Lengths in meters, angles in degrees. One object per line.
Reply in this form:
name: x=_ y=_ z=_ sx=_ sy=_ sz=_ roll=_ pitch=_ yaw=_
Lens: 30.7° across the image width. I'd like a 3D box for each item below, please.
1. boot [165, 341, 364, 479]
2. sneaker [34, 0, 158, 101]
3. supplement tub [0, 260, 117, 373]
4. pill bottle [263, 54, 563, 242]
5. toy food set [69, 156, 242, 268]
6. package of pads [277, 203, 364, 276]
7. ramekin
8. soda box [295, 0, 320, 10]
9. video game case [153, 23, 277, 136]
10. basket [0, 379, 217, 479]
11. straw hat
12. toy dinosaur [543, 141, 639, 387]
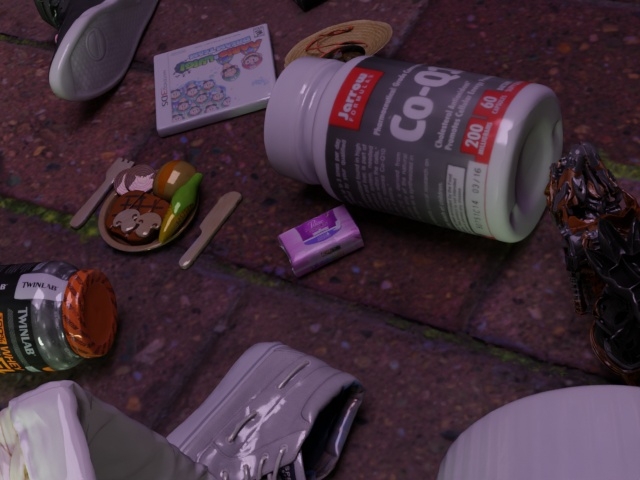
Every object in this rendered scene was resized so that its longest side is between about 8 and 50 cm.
boot: x=-0.066 y=0.203 z=1.054 sx=0.123 sy=0.095 sz=0.258 roll=14 pitch=56 yaw=36
sneaker: x=-0.326 y=-0.284 z=1.554 sx=0.147 sy=0.104 sz=0.295 roll=0 pitch=46 yaw=22
supplement tub: x=-0.320 y=0.082 z=1.231 sx=0.190 sy=0.117 sz=0.117 roll=-5 pitch=50 yaw=16
pill bottle: x=0.093 y=-0.105 z=1.214 sx=0.283 sy=0.161 sz=0.161 roll=15 pitch=58 yaw=28
toy food set: x=-0.200 y=-0.044 z=1.346 sx=0.192 sy=0.038 sz=0.132 roll=17 pitch=59 yaw=30
package of pads: x=0.000 y=0.000 z=1.245 sx=0.083 sy=0.032 sz=0.050 roll=-26 pitch=49 yaw=-3
ramekin: x=0.204 y=0.227 z=0.832 sx=0.277 sy=0.277 sz=0.135 roll=-7 pitch=42 yaw=14
soda box: x=-0.043 y=-0.378 z=1.557 sx=0.053 sy=0.060 sz=0.169 roll=-29 pitch=47 yaw=-8
video game case: x=-0.133 y=-0.204 z=1.470 sx=0.157 sy=0.019 sz=0.143 roll=-15 pitch=49 yaw=6
basket: x=-0.185 y=0.320 z=0.804 sx=0.266 sy=0.331 sz=0.328 roll=-24 pitch=65 yaw=1
straw hat: x=0.029 y=-0.205 z=1.387 sx=0.144 sy=0.061 sz=0.144 roll=-16 pitch=30 yaw=10
toy dinosaur: x=0.295 y=0.054 z=1.005 sx=0.164 sy=0.218 sz=0.322 roll=-35 pitch=76 yaw=-19
